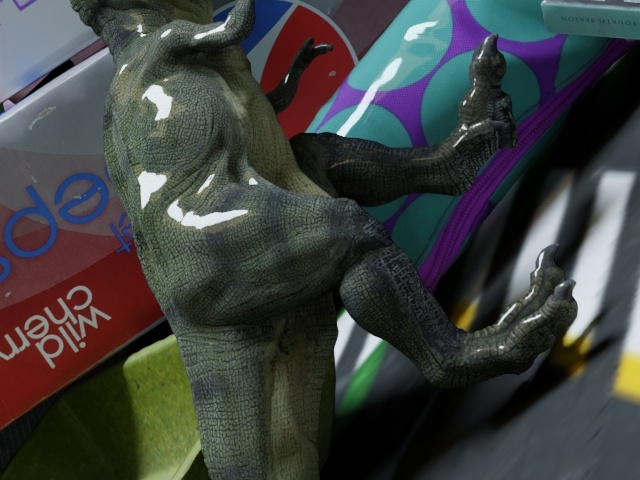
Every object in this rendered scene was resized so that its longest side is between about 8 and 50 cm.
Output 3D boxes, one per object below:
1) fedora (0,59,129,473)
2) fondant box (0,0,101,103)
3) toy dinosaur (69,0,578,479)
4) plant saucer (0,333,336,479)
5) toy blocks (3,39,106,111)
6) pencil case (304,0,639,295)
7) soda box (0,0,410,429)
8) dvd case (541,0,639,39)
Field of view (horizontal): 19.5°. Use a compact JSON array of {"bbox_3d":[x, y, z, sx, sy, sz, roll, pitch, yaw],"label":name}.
[{"bbox_3d":[-0.169,0.053,0.827,0.243,0.124,0.275,-35,11,36],"label":"fedora"},{"bbox_3d":[-0.141,-0.110,0.784,0.330,0.096,0.238,-28,12,36],"label":"fondant box"},{"bbox_3d":[0.000,0.000,0.490,0.118,0.268,0.064,-12,-22,0],"label":"toy dinosaur"},{"bbox_3d":[-0.075,0.109,0.560,0.188,0.045,0.188,-27,25,55],"label":"plant saucer"},{"bbox_3d":[-0.262,-0.049,1.114,0.288,0.260,0.309,-52,15,-16],"label":"toy blocks"},{"bbox_3d":[0.052,-0.048,0.570,0.152,0.064,0.070,-49,55,-1],"label":"pencil case"},{"bbox_3d":[-0.059,-0.026,0.666,0.263,0.092,0.083,-34,7,-5],"label":"soda box"},{"bbox_3d":[0.120,-0.093,0.500,0.087,0.013,0.119,8,48,28],"label":"dvd case"}]
